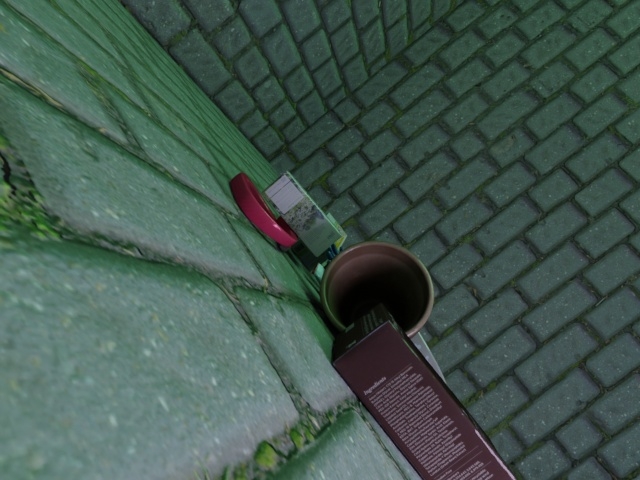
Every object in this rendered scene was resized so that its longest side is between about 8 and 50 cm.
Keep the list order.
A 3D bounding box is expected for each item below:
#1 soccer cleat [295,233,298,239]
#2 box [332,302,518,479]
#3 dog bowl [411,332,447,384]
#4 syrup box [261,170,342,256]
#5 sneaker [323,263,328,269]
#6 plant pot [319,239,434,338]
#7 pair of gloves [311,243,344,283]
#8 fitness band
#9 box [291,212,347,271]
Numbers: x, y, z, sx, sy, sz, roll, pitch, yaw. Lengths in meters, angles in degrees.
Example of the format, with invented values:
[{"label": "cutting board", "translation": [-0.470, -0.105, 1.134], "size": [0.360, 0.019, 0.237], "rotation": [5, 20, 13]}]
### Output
[{"label": "soccer cleat", "translation": [-0.086, -0.030, 1.614], "size": [0.072, 0.060, 0.179], "rotation": [29, 8, -1]}, {"label": "box", "translation": [0.191, 0.321, 0.884], "size": [0.381, 0.143, 0.191], "rotation": [50, 4, 0]}, {"label": "dog bowl", "translation": [0.284, 0.364, 1.444], "size": [0.349, 0.102, 0.349], "rotation": [63, -1, 2]}, {"label": "syrup box", "translation": [-0.050, -0.075, 1.260], "size": [0.237, 0.093, 0.096], "rotation": [49, 5, -6]}, {"label": "sneaker", "translation": [0.088, 0.185, 1.412], "size": [0.262, 0.099, 0.121], "rotation": [61, -1, 21]}, {"label": "plant pot", "translation": [0.137, 0.163, 1.138], "size": [0.263, 0.263, 0.229], "rotation": [53, -13, 26]}, {"label": "pair of gloves", "translation": [0.049, 0.104, 1.294], "size": [0.159, 0.023, 0.198], "rotation": [51, 39, -15]}, {"label": "fitness band", "translation": [-0.156, -0.078, 1.213], "size": [0.209, 0.054, 0.291], "rotation": [46, 5, -30]}, {"label": "box", "translation": [0.000, 0.000, 1.458], "size": [0.103, 0.114, 0.203], "rotation": [52, 19, -5]}]
